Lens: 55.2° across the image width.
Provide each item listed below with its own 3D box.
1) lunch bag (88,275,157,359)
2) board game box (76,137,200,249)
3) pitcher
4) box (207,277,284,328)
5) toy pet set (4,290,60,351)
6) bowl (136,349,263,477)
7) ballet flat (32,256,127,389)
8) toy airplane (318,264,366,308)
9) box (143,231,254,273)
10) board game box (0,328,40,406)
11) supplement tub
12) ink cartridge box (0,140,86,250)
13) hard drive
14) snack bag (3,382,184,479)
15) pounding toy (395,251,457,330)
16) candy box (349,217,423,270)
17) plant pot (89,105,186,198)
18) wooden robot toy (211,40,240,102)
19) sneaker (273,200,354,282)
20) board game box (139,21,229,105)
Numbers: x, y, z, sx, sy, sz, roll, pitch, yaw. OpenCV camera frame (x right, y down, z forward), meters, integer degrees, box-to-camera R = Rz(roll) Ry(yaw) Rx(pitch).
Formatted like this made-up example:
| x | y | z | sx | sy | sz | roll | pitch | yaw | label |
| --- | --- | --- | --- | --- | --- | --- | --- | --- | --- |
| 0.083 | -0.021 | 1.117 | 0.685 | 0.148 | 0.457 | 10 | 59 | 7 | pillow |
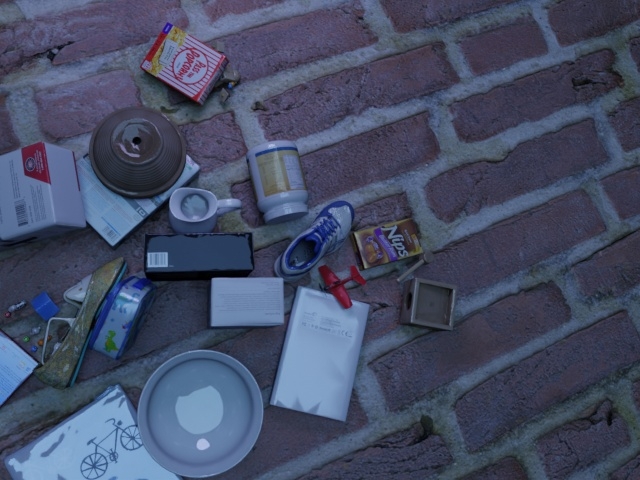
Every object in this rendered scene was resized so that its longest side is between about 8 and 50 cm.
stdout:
| x | y | z | sx | sy | sz | roll | pitch | yaw | label |
| --- | --- | --- | --- | --- | --- | --- | --- | --- | --- |
| -0.467 | 0.175 | 1.461 | 0.090 | 0.219 | 0.176 | 25 | 93 | -7 | lunch bag |
| -0.498 | -0.158 | 1.585 | 0.224 | 0.097 | 0.303 | 46 | 74 | -3 | board game box |
| -0.296 | -0.071 | 1.560 | 0.177 | 0.207 | 0.126 | 0 | 80 | -14 | pitcher |
| -0.195 | 0.163 | 1.556 | 0.181 | 0.181 | 0.119 | 1 | 79 | -14 | box |
| -0.694 | 0.190 | 1.490 | 0.114 | 0.065 | 0.122 | -39 | 91 | -17 | toy pet set |
| -0.297 | 0.420 | 1.510 | 0.297 | 0.134 | 0.298 | 3 | 79 | -14 | bowl |
| -0.590 | 0.184 | 1.486 | 0.123 | 0.123 | 0.349 | 23 | 79 | -9 | ballet flat |
| 0.063 | 0.116 | 1.687 | 0.151 | 0.028 | 0.151 | 11 | 49 | -13 | toy airplane |
| -0.309 | 0.044 | 1.549 | 0.261 | 0.184 | 0.103 | -1 | 77 | -14 | box |
| -0.829 | 0.261 | 1.464 | 0.281 | 0.027 | 0.145 | 42 | 72 | -3 | board game box |
| -0.113 | -0.156 | 1.653 | 0.144 | 0.144 | 0.200 | -12 | 83 | -15 | supplement tub |
| -0.716 | -0.096 | 1.451 | 0.272 | 0.114 | 0.197 | -14 | 83 | 15 | ink cartridge box |
| 0.000 | 0.303 | 1.652 | 0.210 | 0.040 | 0.319 | 16 | 76 | -11 | hard drive |
| -0.540 | 0.572 | 1.474 | 0.323 | 0.037 | 0.343 | -34 | 90 | -18 | snack bag |
| 0.281 | 0.138 | 1.722 | 0.181 | 0.094 | 0.206 | 12 | 77 | -12 | pounding toy |
| 0.188 | 0.010 | 1.746 | 0.186 | 0.053 | 0.109 | -15 | 83 | -17 | candy box |
| -0.449 | -0.229 | 1.505 | 0.237 | 0.110 | 0.238 | 3 | 79 | -13 | plant pot |
| -0.265 | -0.470 | 1.727 | 0.079 | 0.076 | 0.173 | -7 | 80 | -50 | wooden robot toy |
| 0.000 | 0.000 | 1.661 | 0.112 | 0.131 | 0.296 | 42 | 72 | -2 | sneaker |
| -0.369 | -0.479 | 1.664 | 0.193 | 0.045 | 0.147 | 31 | 90 | 6 | board game box |
